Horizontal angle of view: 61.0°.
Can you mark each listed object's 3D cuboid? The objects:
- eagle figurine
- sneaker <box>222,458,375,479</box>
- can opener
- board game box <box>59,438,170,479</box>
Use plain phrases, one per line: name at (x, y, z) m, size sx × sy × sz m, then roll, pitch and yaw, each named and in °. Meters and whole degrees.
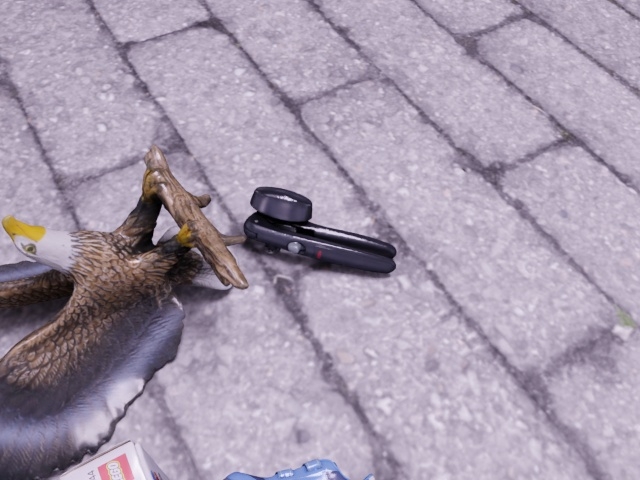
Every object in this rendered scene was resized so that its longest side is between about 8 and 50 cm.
eagle figurine at (-0.234, 0.050, 0.532) m, size 0.298 × 0.225 × 0.226 m, roll -42°, pitch 19°, yaw 5°
sneaker at (-0.015, 0.223, 0.482) m, size 0.144 × 0.053 × 0.059 m, roll 16°, pitch 56°, yaw -3°
can opener at (0.000, 0.000, 0.632) m, size 0.186 × 0.073 × 0.059 m, roll 21°, pitch 49°, yaw 0°
board game box at (-0.068, 0.296, 0.342) m, size 0.053 × 0.193 × 0.305 m, roll -24°, pitch 60°, yaw -19°
